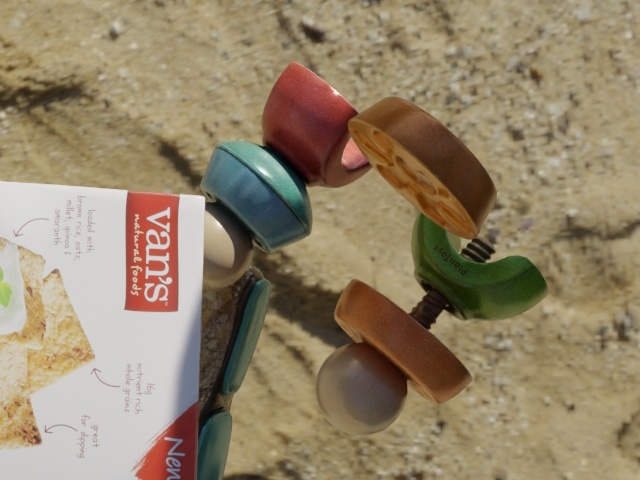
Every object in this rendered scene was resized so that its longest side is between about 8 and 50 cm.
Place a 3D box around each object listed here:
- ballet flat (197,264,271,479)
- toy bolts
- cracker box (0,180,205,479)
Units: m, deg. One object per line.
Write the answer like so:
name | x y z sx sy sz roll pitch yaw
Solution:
ballet flat | -0.092 0.113 0.959 0.073 0.067 0.206 26 79 -72
toy bolts | 0.000 0.000 0.843 0.158 0.228 0.218 -47 152 -8
cracker box | -0.176 0.050 0.653 0.232 0.067 0.155 3 83 -19
